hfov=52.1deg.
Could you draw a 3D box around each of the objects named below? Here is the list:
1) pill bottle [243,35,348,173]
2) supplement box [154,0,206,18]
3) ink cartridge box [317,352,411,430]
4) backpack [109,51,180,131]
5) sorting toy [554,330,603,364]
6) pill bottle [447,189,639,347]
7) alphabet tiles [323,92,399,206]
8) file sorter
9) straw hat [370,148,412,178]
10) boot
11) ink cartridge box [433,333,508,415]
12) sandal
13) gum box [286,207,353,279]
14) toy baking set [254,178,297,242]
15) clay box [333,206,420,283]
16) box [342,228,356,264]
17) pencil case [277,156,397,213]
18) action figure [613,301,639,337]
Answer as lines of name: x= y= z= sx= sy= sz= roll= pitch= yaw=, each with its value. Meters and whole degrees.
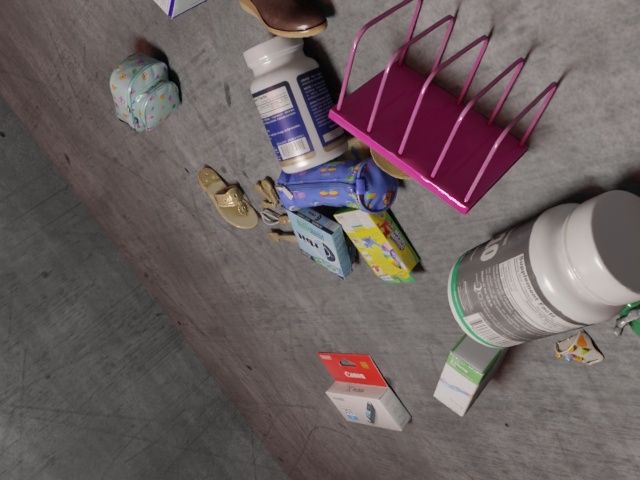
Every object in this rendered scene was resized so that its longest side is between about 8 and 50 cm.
pill bottle: x=-0.054 y=-0.286 z=1.359 sx=0.153 sy=0.153 sz=0.265 roll=-3 pitch=113 yaw=53
supplement box: x=-0.348 y=-0.613 z=1.417 sx=0.220 sy=0.111 sz=0.114 roll=46 pitch=149 yaw=4
ink cartridge box: x=0.118 y=0.484 z=2.117 sx=0.296 sy=0.066 sz=0.261 roll=-12 pitch=116 yaw=56
backpack: x=-0.473 y=-0.401 z=1.763 sx=0.144 sy=0.166 sz=0.188 roll=30 pitch=149 yaw=25
sorting toy: x=0.531 y=0.230 z=1.335 sx=0.075 sy=0.045 sz=0.083 roll=28 pitch=149 yaw=-4
pill bottle: x=0.400 y=0.058 z=1.136 sx=0.204 sy=0.204 sz=0.361 roll=49 pitch=149 yaw=-2
alphabet tiles: x=0.026 y=-0.198 z=1.513 sx=0.342 sy=0.011 sz=0.285 roll=4 pitch=128 yaw=50
file sorter: x=0.199 y=-0.233 z=1.064 sx=0.290 sy=0.202 sz=0.182 roll=38 pitch=147 yaw=16
straw hat: x=0.162 y=-0.195 z=1.285 sx=0.144 sy=0.144 sz=0.061 roll=61 pitch=-173 yaw=-20
boot: x=-0.093 y=-0.507 z=1.232 sx=0.248 sy=0.090 sz=0.207 roll=32 pitch=148 yaw=31
ink cartridge box: x=0.352 y=0.283 z=1.501 sx=0.093 sy=0.154 sz=0.212 roll=33 pitch=147 yaw=24
sandal: x=-0.272 y=-0.133 z=1.890 sx=0.240 sy=0.088 sz=0.079 roll=46 pitch=156 yaw=14
gum box: x=0.000 y=0.000 z=1.657 sx=0.157 sy=0.041 sz=0.184 roll=30 pitch=153 yaw=33
toy baking set: x=-0.100 y=-0.070 z=1.805 sx=0.197 sy=0.030 sz=0.256 roll=32 pitch=146 yaw=30
clay box: x=0.140 y=0.004 z=1.546 sx=0.222 sy=0.053 sz=0.127 roll=53 pitch=151 yaw=-18
box: x=0.034 y=-0.003 z=1.707 sx=0.137 sy=0.027 sz=0.094 roll=32 pitch=145 yaw=26
pencil case: x=0.024 y=-0.123 z=1.462 sx=0.306 sy=0.133 sz=0.119 roll=5 pitch=104 yaw=49
action figure: x=0.563 y=0.092 z=1.108 sx=0.137 sy=0.063 sz=0.232 roll=39 pitch=149 yaw=6
